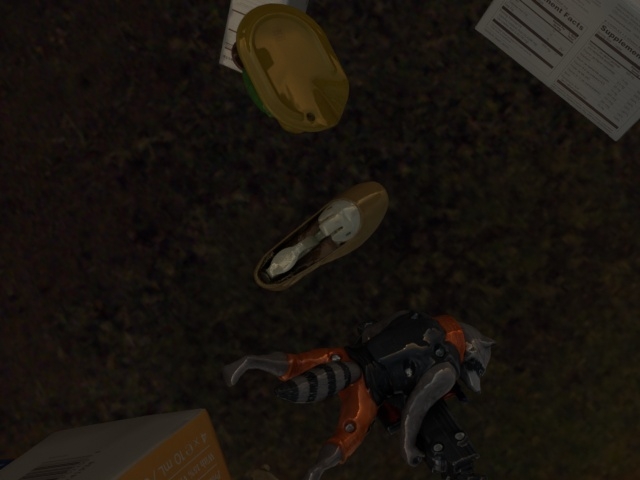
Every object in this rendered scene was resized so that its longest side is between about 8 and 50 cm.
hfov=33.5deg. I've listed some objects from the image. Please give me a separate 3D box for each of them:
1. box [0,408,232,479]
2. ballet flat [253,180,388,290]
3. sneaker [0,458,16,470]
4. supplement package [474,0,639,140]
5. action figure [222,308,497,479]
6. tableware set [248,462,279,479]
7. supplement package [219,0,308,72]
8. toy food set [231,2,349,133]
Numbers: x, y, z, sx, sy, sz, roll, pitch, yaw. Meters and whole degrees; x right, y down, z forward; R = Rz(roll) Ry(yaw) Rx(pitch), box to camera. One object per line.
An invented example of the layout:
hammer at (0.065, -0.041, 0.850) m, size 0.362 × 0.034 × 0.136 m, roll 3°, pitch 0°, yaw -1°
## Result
box at (-0.149, 0.335, 0.810) m, size 0.168 × 0.345 × 0.215 m, roll -14°, pitch -170°, yaw 28°
ballet flat at (0.000, 0.000, 1.525) m, size 0.232 × 0.080 × 0.073 m, roll -40°, pitch 172°, yaw 13°
sneaker at (-0.264, 0.273, 1.045) m, size 0.232 × 0.081 × 0.090 m, roll 5°, pitch 107°, yaw -16°
supplement package at (0.335, -0.279, 1.178) m, size 0.262 × 0.204 × 0.145 m, roll -47°, pitch 175°, yaw -40°
action figure at (0.094, 0.201, 1.327) m, size 0.330 × 0.341 × 0.178 m, roll -22°, pitch 139°, yaw -27°
tableware set at (-0.011, 0.295, 1.065) m, size 0.020 × 0.169 × 0.141 m, roll -41°, pitch 157°, yaw -29°
supplement package at (-0.093, -0.380, 1.826) m, size 0.105 × 0.105 × 0.179 m, roll -52°, pitch 162°, yaw -52°
toy food set at (-0.052, -0.222, 1.338) m, size 0.128 × 0.217 × 0.071 m, roll -19°, pitch 168°, yaw -30°
